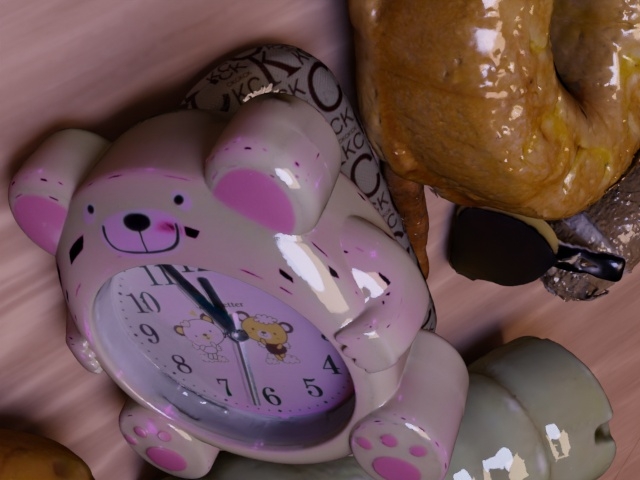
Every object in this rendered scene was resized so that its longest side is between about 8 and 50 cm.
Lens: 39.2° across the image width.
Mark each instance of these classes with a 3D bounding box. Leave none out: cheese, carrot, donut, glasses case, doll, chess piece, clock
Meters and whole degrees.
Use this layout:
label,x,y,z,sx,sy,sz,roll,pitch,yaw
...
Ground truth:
label,x,y,z,sx,sy,sz,roll,pitch,yaw
cheese,0.207,0.009,0.857,0.036,0.162,0.086,-45,146,-63
carrot,0.083,-0.025,0.828,0.036,0.035,0.165,-29,130,-16
donut,0.161,-0.170,0.708,0.317,0.150,0.299,27,89,-44
glasses case,0.000,0.000,0.753,0.137,0.085,0.354,-34,129,-8
doll,0.303,-0.031,0.923,0.221,0.115,0.105,-51,136,-10
chess piece,0.072,0.246,0.859,0.442,0.234,0.234,-20,125,-26
clock,-0.059,0.050,0.645,0.309,0.284,0.114,64,36,-34

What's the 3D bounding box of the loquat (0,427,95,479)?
label,x,y,z,sx,sy,sz,roll,pitch,yaw
loquat,-0.263,0.227,0.665,0.234,0.176,0.187,5,129,-31
